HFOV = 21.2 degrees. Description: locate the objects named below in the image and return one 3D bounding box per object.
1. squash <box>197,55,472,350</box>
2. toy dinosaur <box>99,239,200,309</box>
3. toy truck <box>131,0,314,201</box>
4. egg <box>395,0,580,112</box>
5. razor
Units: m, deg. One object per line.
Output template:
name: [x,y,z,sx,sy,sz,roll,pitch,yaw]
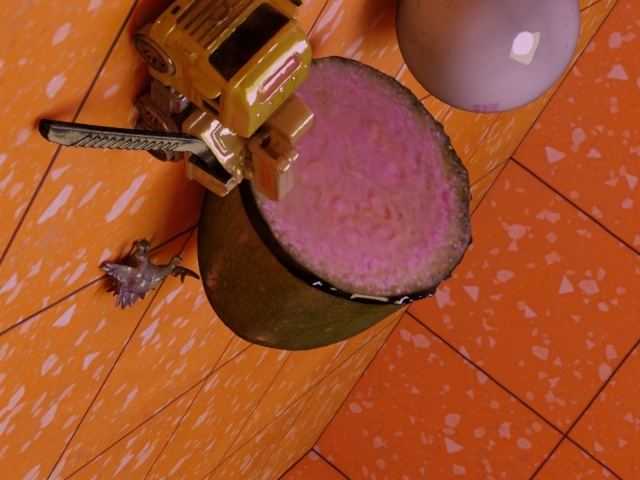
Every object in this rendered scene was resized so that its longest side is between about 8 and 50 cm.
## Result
squash: [-0.026,-0.016,2.019,0.310,0.310,0.309,-44,-175,-36]
toy dinosaur: [-0.199,0.039,1.952,0.082,0.039,0.209,-52,159,15]
toy truck: [-0.079,-0.133,1.578,0.124,0.157,0.272,-48,169,-20]
egg: [0.213,-0.274,2.157,0.230,0.230,0.371,-53,173,8]
razor: [-0.162,-0.087,1.498,0.190,0.066,0.033,9,106,-41]
